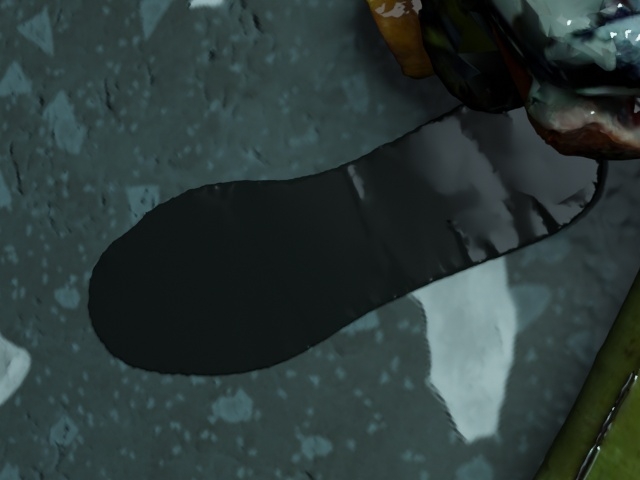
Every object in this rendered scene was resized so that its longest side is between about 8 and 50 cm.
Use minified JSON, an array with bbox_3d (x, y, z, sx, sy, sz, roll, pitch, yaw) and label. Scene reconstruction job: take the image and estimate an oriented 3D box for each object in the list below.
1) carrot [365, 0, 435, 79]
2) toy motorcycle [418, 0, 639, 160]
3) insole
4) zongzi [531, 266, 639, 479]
[{"bbox_3d":[0.123,-0.137,0.667,0.205,0.072,0.072,-11,87,25],"label":"carrot"},{"bbox_3d":[0.131,-0.163,0.467,0.207,0.134,0.401,53,149,31],"label":"toy motorcycle"},{"bbox_3d":[0.000,0.000,0.771,0.348,0.009,0.119,-22,83,27],"label":"insole"},{"bbox_3d":[0.280,0.111,0.539,0.360,0.160,0.323,30,104,28],"label":"zongzi"}]
